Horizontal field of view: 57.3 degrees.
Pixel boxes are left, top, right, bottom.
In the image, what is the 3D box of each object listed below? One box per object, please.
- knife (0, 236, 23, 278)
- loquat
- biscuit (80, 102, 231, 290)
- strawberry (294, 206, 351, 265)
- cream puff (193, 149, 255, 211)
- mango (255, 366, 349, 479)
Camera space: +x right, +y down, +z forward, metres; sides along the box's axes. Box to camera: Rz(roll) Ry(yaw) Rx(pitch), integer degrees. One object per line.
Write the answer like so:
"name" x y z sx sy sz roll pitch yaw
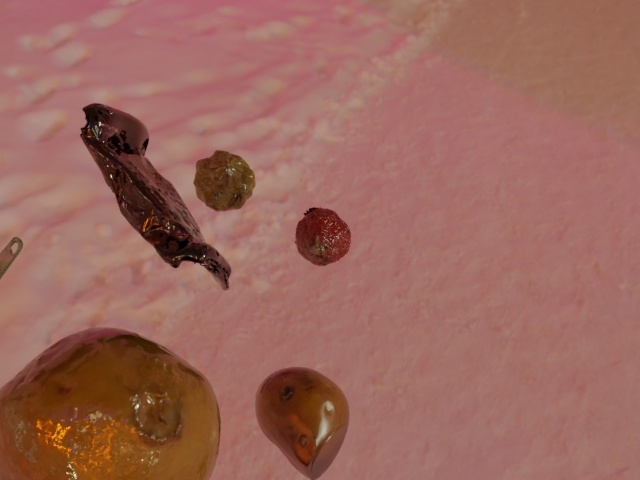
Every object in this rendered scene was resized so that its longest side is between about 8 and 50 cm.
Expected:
"knife" -0.452 0.073 0.770 0.030 0.014 0.207 11 50 8
"loquat" -0.193 0.175 0.532 0.234 0.187 0.176 -21 23 43
"biscuit" -0.182 -0.045 0.659 0.063 0.151 0.235 -38 81 5
"strawberry" 0.001 0.000 0.972 0.106 0.106 0.106 1 42 -1
"cream puff" -0.205 -0.118 1.253 0.146 0.146 0.116 -5 26 -6
"mango" -0.031 0.295 0.985 0.166 0.236 0.136 36 66 25
